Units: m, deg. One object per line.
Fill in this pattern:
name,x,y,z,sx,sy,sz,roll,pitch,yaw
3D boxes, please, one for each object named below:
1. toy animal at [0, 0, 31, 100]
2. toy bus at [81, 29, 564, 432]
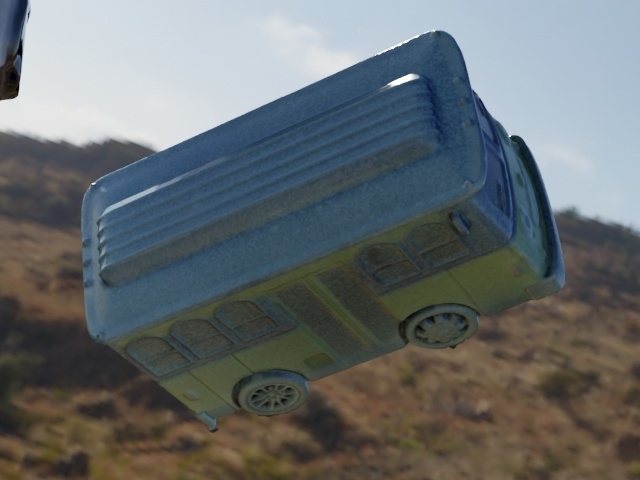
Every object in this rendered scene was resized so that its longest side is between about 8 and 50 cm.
toy animal,-0.234,-0.071,0.510,0.212,0.212,0.266,21,35,39
toy bus,0.000,0.000,1.147,0.312,0.152,0.190,-22,-39,18
